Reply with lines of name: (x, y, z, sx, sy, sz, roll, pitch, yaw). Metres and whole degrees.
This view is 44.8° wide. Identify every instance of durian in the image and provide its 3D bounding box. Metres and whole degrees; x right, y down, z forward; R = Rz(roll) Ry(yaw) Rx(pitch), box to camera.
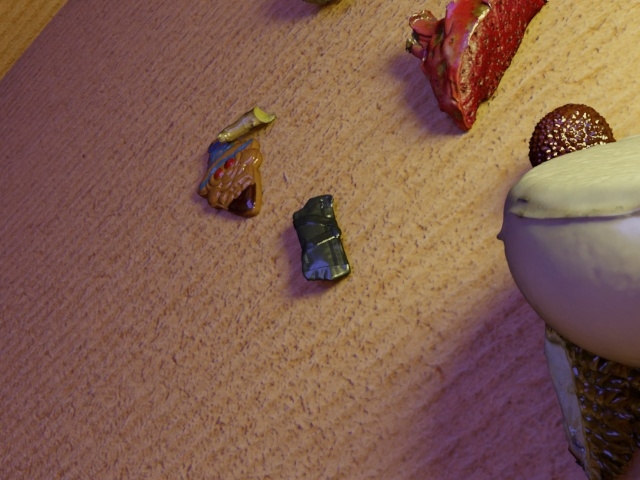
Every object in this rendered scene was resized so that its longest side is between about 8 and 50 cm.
durian: (0.344, 0.177, 0.962, 0.139, 0.144, 0.252, 115, 149, -55)

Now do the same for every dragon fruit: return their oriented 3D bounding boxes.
dragon fruit: (0.228, -0.341, 1.327, 0.211, 0.134, 0.262, 23, 83, 50)

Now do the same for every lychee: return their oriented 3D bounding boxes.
lychee: (0.358, -0.125, 1.095, 0.123, 0.123, 0.129, -43, 73, 16)

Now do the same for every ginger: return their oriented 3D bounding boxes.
ginger: (-0.163, -0.253, 1.684, 0.137, 0.044, 0.057, -27, 50, 11)

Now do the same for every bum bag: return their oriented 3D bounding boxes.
bum bag: (0.000, 0.000, 1.403, 0.087, 0.049, 0.198, -18, 51, 5)

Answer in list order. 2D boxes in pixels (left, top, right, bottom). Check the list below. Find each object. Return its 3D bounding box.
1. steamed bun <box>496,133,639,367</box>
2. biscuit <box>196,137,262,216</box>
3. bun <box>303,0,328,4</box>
steamed bun: (0.393, 0.010, 0.844, 0.374, 0.374, 0.241, -10, 101, 39)
biscuit: (-0.192, -0.139, 1.672, 0.183, 0.043, 0.280, -47, 40, 15)
bun: (0.017, -0.579, 1.674, 0.166, 0.113, 0.173, -36, 23, 16)
